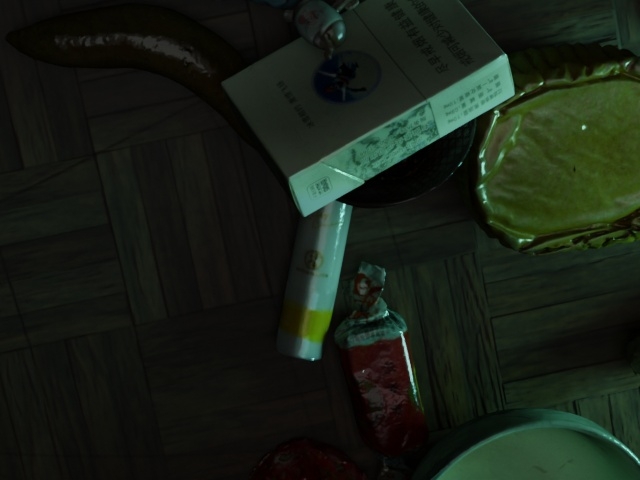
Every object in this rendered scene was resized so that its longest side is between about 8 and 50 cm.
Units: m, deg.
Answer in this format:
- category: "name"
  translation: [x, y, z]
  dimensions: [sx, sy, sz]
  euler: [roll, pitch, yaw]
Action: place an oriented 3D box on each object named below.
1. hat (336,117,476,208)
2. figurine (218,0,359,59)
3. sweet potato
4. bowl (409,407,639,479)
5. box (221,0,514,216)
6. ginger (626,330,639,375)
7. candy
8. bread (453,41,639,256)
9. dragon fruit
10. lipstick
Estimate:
- category: "hat"
  translation: [0.076, -0.099, 1.651]
  dimensions: [0.193, 0.082, 0.193]
  euler: [-7, 59, 11]
- category: "figurine"
  translation: [0.014, -0.278, 1.608]
  dimensions: [0.260, 0.103, 0.205]
  euler: [0, 82, 20]
- category: "sweet potato"
  translation: [-0.158, -0.190, 1.671]
  dimensions: [0.346, 0.079, 0.108]
  euler: [24, 121, -11]
- category: "bowl"
  translation: [0.219, 0.323, 1.747]
  dimensions: [0.307, 0.163, 0.307]
  euler: [-2, 103, -9]
- category: "box"
  translation: [0.048, -0.156, 1.600]
  dimensions: [0.256, 0.164, 0.069]
  euler: [-30, 143, -5]
- category: "ginger"
  translation: [0.445, 0.098, 1.770]
  dimensions: [0.204, 0.080, 0.104]
  euler: [-34, 69, 2]
- category: "candy"
  translation: [0.070, 0.166, 1.763]
  dimensions: [0.086, 0.059, 0.292]
  euler: [-14, 103, -3]
- category: "bread"
  translation: [0.271, -0.101, 1.687]
  dimensions: [0.253, 0.142, 0.227]
  euler: [-6, 100, -6]
- category: "dragon fruit"
  translation: [-0.011, 0.316, 1.762]
  dimensions: [0.153, 0.111, 0.153]
  euler: [-1, 105, -2]
- category: "lipstick"
  translation: [0.000, 0.000, 1.725]
  dimensions: [0.059, 0.059, 0.264]
  euler: [10, 99, -6]
